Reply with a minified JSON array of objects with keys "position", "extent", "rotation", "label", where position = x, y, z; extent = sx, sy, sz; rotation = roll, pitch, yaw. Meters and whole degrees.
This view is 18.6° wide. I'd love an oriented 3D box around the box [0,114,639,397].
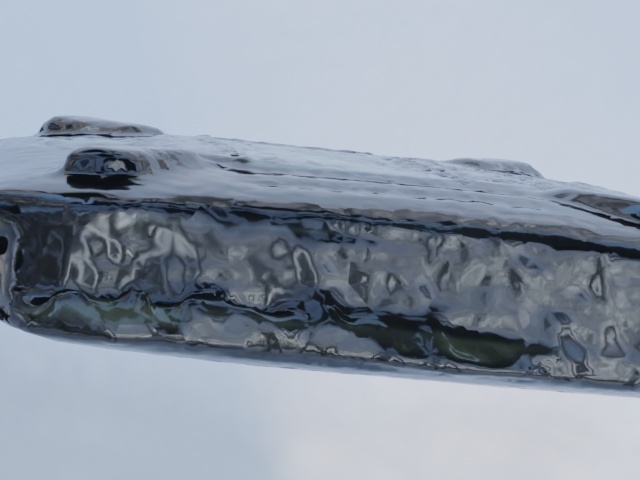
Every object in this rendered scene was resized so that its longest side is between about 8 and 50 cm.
[{"position":[0.000,0.000,0.949],"extent":[0.350,0.359,0.091],"rotation":[6,96,-12],"label":"box"}]
